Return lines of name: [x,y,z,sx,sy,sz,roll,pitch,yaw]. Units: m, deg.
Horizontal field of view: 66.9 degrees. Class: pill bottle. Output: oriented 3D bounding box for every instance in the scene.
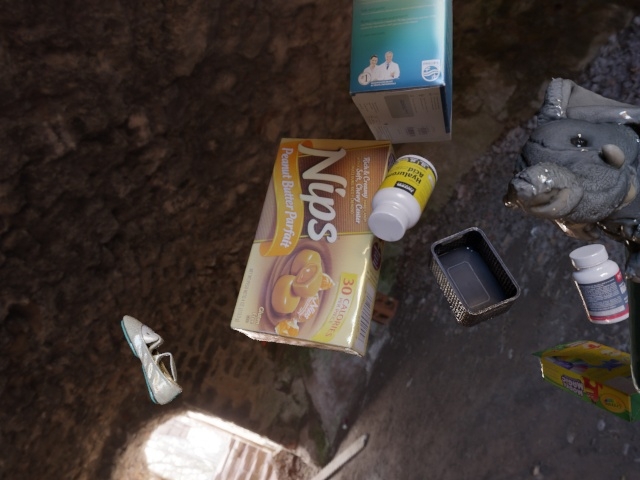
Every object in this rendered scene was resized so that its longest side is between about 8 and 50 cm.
pill bottle: [0.696,0.107,1.210,0.108,0.180,0.108,-25,8,4]
pill bottle: [0.105,-0.054,0.626,0.116,0.065,0.065,-58,-6,-38]

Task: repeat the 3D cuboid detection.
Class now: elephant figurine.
elephant figurine: [0.237,-0.063,0.418,0.186,0.240,0.169,140,142,-74]

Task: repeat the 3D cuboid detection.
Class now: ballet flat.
ballet flat: [-0.277,0.190,0.808,0.053,0.168,0.057,-30,-19,-6]

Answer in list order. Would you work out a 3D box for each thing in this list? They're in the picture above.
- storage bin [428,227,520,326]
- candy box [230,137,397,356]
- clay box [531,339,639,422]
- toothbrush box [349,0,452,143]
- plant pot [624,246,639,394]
storage bin: [0.322,0.078,1.037,0.084,0.122,0.180,77,170,-60]
candy box: [0.000,0.000,0.732,0.087,0.183,0.316,54,-134,-62]
clay box: [0.504,0.240,0.866,0.222,0.128,0.053,-166,66,-74]
toothbrush box: [0.128,-0.315,0.708,0.216,0.126,0.295,25,-114,-71]
plant pot: [0.510,0.086,0.502,0.247,0.253,0.247,-48,-50,-76]
